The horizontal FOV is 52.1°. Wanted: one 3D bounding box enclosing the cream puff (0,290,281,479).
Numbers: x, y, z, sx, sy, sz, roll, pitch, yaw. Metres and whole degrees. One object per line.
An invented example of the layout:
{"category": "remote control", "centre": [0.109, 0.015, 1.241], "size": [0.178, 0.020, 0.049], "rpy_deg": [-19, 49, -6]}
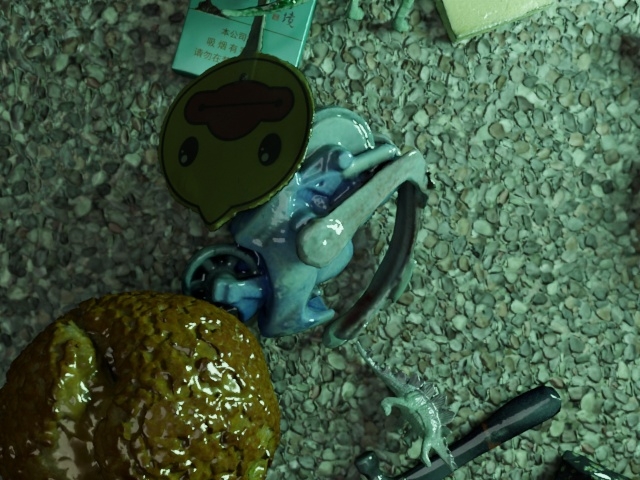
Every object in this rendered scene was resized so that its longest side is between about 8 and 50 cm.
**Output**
{"category": "cream puff", "centre": [-0.198, 0.199, 0.701], "size": [0.303, 0.212, 0.303], "rpy_deg": [0, 91, 3]}

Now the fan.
{"category": "fan", "centre": [-0.100, -0.171, 0.803], "size": [0.229, 0.011, 0.335], "rpy_deg": [3, 74, 29]}

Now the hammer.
{"category": "hammer", "centre": [0.203, 0.287, 0.888], "size": [0.289, 0.037, 0.137], "rpy_deg": [-30, 91, 0]}

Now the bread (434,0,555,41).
{"category": "bread", "centre": [0.237, -0.324, 0.886], "size": [0.153, 0.028, 0.068], "rpy_deg": [-22, 91, -2]}

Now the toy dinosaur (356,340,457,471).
{"category": "toy dinosaur", "centre": [0.117, 0.214, 0.873], "size": [0.082, 0.039, 0.209], "rpy_deg": [-36, 77, -19]}

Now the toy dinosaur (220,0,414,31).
{"category": "toy dinosaur", "centre": [0.059, -0.310, 0.838], "size": [0.383, 0.129, 0.076], "rpy_deg": [-37, 52, -20]}

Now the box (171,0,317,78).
{"category": "box", "centre": [-0.090, -0.314, 0.873], "size": [0.162, 0.041, 0.229], "rpy_deg": [16, 91, -1]}

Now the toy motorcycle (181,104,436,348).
{"category": "toy motorcycle", "centre": [0.004, 0.006, 0.807], "size": [0.241, 0.182, 0.319], "rpy_deg": [39, 95, 0]}

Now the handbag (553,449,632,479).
{"category": "handbag", "centre": [0.375, 0.334, 0.842], "size": [0.115, 0.139, 0.072], "rpy_deg": [25, 82, 0]}
